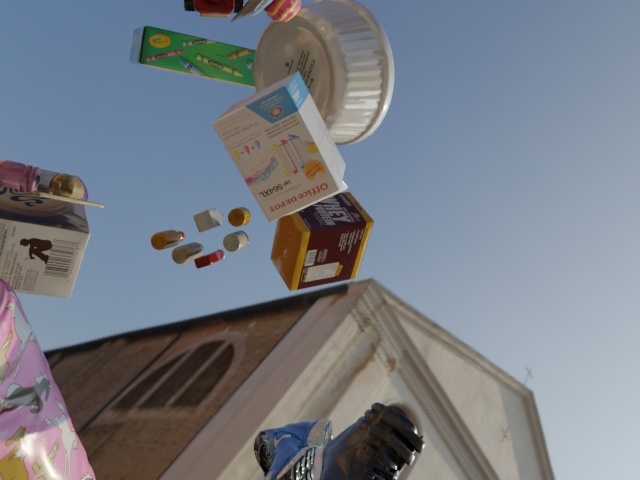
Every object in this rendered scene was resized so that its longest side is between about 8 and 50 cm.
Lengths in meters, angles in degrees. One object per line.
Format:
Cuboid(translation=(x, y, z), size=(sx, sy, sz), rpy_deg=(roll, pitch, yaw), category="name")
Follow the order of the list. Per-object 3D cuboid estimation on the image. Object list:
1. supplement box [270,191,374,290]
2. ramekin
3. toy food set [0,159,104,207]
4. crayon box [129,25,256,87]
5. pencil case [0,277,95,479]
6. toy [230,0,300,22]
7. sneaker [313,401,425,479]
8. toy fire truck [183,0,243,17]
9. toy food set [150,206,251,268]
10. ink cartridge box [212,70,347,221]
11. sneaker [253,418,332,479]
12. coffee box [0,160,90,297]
Cuboid(translation=(0.000, 0.000, 1.546), size=(0.129, 0.194, 0.191), rpy_deg=(55, -37, 40), category="supplement box")
Cuboid(translation=(-0.008, -0.304, 1.138), size=(0.273, 0.127, 0.272), rpy_deg=(18, -64, 41), category="ramekin")
Cuboid(translation=(-0.223, -0.048, 0.473), size=(0.122, 0.078, 0.019), rpy_deg=(14, -89, 32), category="toy food set")
Cuboid(translation=(-0.271, -0.407, 1.391), size=(0.165, 0.279, 0.081), rpy_deg=(-147, -115, -62), category="crayon box")
Cuboid(translation=(-0.353, 0.226, 0.676), size=(0.160, 0.167, 0.385), rpy_deg=(26, -45, 37), category="pencil case")
Cuboid(translation=(-0.038, -0.312, 0.762), size=(0.056, 0.137, 0.237), rpy_deg=(41, 2, -18), category="toy")
Cuboid(translation=(0.071, 0.300, 0.809), size=(0.104, 0.147, 0.296), rpy_deg=(45, 2, -6), category="sneaker")
Cuboid(translation=(-0.214, -0.536, 1.124), size=(0.159, 0.246, 0.216), rpy_deg=(0, -81, -10), category="toy fire truck")
Cuboid(translation=(-0.241, -0.007, 1.367), size=(0.232, 0.104, 0.111), rpy_deg=(-20, -88, 17), category="toy food set")
Cuboid(translation=(-0.037, -0.097, 0.692), size=(0.092, 0.090, 0.143), rpy_deg=(-24, -71, 16), category="ink cartridge box")
Cuboid(translation=(-0.069, 0.447, 1.228), size=(0.147, 0.330, 0.129), rpy_deg=(-4, -90, 11), category="sneaker")
Cuboid(translation=(-0.482, -0.031, 0.832), size=(0.118, 0.297, 0.168), rpy_deg=(-64, -146, 23), category="coffee box")
